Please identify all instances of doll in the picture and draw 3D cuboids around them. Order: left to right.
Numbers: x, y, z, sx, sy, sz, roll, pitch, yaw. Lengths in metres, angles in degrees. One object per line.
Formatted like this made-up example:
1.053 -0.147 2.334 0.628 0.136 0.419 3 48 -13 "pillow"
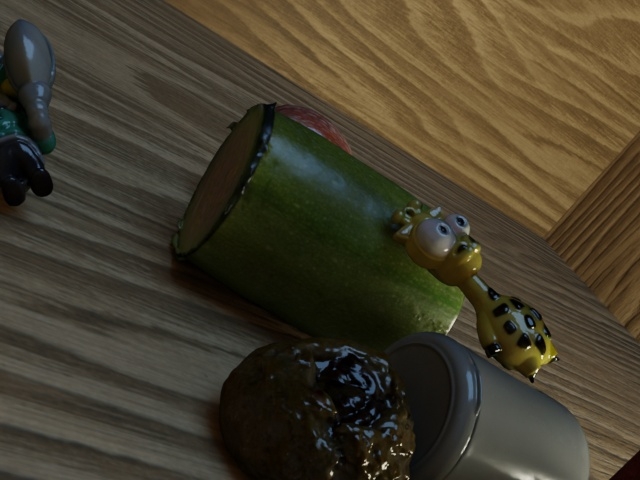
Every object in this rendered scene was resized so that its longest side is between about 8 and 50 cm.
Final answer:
-0.393 -0.174 1.125 0.258 0.153 0.195 31 51 16 "doll"
0.206 0.059 1.221 0.117 0.086 0.291 -26 73 -44 "doll"

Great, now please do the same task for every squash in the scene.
0.000 0.000 1.340 0.384 0.263 0.263 31 18 -23 "squash"

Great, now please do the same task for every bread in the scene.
0.006 0.193 1.015 0.230 0.123 0.230 18 28 -10 "bread"

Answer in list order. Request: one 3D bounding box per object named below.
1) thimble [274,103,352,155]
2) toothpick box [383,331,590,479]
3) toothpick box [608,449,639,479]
-0.051 -0.107 1.553 0.239 0.239 0.162 35 20 -15 "thimble"
0.210 0.277 1.173 0.316 0.229 0.229 31 19 -31 "toothpick box"
0.639 0.396 1.526 0.204 0.333 0.204 35 18 -13 "toothpick box"
